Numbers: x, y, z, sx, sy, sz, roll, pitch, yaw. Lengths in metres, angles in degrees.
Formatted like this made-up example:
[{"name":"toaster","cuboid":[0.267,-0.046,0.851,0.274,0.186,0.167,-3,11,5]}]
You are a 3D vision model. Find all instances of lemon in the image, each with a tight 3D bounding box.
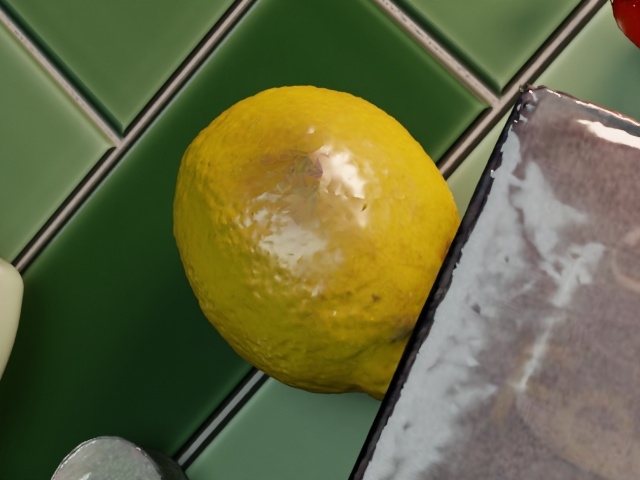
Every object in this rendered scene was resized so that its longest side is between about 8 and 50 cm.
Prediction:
[{"name":"lemon","cuboid":[0.000,0.000,1.107,0.188,0.188,0.256,-40,63,13]}]

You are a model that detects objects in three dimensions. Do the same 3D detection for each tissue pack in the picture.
[{"name":"tissue pack","cuboid":[0.171,0.140,0.983,0.288,0.124,0.394,25,89,4]}]

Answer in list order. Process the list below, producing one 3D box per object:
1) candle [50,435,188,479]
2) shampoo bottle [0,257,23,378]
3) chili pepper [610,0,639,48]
[{"name":"candle","cuboid":[-0.144,0.247,1.185,0.168,0.068,0.192,-40,63,9]},{"name":"shampoo bottle","cuboid":[-0.378,0.147,1.274,0.222,0.151,0.349,25,89,23]},{"name":"chili pepper","cuboid":[0.290,-0.110,1.035,0.110,0.110,0.387,-48,65,9]}]
